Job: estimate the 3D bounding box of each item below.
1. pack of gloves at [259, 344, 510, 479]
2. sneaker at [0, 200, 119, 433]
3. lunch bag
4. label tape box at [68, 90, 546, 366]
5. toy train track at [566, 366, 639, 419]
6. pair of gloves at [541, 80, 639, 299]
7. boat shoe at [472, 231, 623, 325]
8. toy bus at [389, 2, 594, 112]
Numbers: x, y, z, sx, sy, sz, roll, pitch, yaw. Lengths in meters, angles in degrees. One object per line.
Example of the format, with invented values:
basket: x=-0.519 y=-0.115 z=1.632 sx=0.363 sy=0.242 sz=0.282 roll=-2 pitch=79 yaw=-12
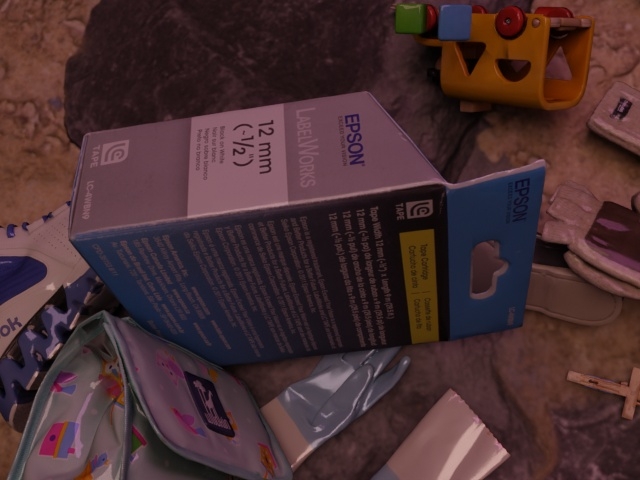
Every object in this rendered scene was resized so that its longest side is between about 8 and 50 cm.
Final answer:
pack of gloves: x=0.031 y=0.207 z=0.727 sx=0.232 sy=0.046 sz=0.195 roll=-41 pitch=59 yaw=-1
sneaker: x=-0.280 y=0.013 z=0.768 sx=0.182 sy=0.127 sz=0.315 roll=31 pitch=84 yaw=12
lunch bag: x=-0.138 y=0.211 z=0.632 sx=0.160 sy=0.223 sz=0.262 roll=-7 pitch=63 yaw=28
label tape box: x=0.000 y=0.000 z=0.660 sx=0.347 sy=0.249 sz=0.115 roll=-9 pitch=56 yaw=5
toy train track: x=0.276 y=0.139 z=0.715 sx=0.083 sy=0.014 sz=0.048 roll=14 pitch=86 yaw=17
pair of gloves: x=0.327 y=-0.034 z=0.707 sx=0.204 sy=0.042 sz=0.240 roll=24 pitch=59 yaw=16
boat shoe: x=0.192 y=0.022 z=0.743 sx=0.206 sy=0.075 sz=0.065 roll=19 pitch=37 yaw=18
toy bus: x=0.165 y=-0.182 z=0.759 sx=0.191 sy=0.202 sz=0.104 roll=2 pitch=107 yaw=2
